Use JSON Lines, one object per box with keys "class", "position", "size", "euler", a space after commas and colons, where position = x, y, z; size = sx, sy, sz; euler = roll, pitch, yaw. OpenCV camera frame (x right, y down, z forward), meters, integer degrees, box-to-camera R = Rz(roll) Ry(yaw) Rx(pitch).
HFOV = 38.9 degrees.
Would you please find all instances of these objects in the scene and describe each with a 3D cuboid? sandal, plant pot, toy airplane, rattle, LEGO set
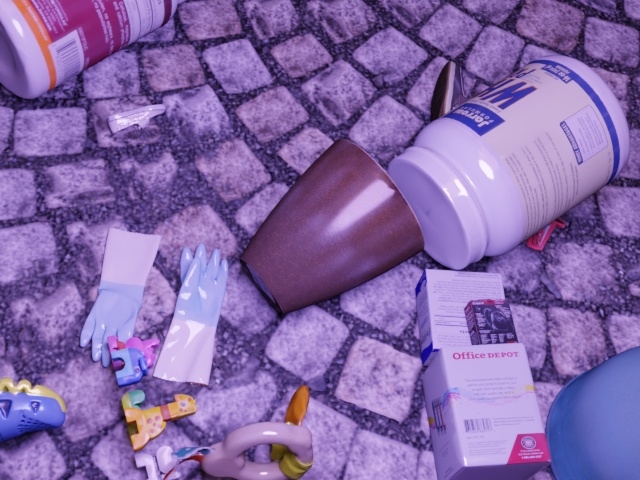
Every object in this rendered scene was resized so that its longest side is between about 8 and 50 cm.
{"class": "sandal", "position": [-0.486, 0.261, 1.164], "size": [0.317, 0.126, 0.138], "euler": [-10, 66, -7]}
{"class": "plant pot", "position": [0.489, 0.260, 1.260], "size": [0.271, 0.255, 0.271], "euler": [4, 61, -8]}
{"class": "plant pot", "position": [0.000, 0.000, 1.365], "size": [0.230, 0.215, 0.215], "euler": [-37, 73, -11]}
{"class": "toy airplane", "position": [0.357, -0.046, 1.541], "size": [0.151, 0.028, 0.151], "euler": [5, 59, -8]}
{"class": "rattle", "position": [-0.112, 0.256, 1.237], "size": [0.200, 0.130, 0.143], "euler": [-3, 62, -2]}
{"class": "LEGO set", "position": [-0.222, 0.219, 1.235], "size": [0.093, 0.087, 0.227], "euler": [-13, 70, -15]}

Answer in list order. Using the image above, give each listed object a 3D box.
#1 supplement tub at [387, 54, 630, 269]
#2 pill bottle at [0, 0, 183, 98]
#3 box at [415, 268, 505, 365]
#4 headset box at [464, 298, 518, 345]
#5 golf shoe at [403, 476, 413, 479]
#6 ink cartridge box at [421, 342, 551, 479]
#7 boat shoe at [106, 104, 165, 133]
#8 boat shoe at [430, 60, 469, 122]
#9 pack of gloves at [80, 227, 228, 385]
{"class": "supplement tub", "position": [0.292, -0.121, 1.421], "size": [0.325, 0.235, 0.235], "euler": [-32, 71, -17]}
{"class": "pill bottle", "position": [-0.381, -0.422, 1.503], "size": [0.224, 0.224, 0.392], "euler": [44, 62, 15]}
{"class": "box", "position": [0.218, 0.122, 1.394], "size": [0.126, 0.072, 0.137], "euler": [4, 59, -9]}
{"class": "headset box", "position": [0.251, 0.123, 1.338], "size": [0.062, 0.032, 0.083], "euler": [-1, 60, -13]}
{"class": "golf shoe", "position": [0.032, 0.407, 1.183], "size": [0.273, 0.105, 0.120], "euler": [-16, 72, -18]}
{"class": "ink cartridge box", "position": [0.230, 0.250, 1.290], "size": [0.128, 0.127, 0.176], "euler": [-1, 61, -10]}
{"class": "boat shoe", "position": [-0.303, -0.200, 1.506], "size": [0.100, 0.035, 0.035], "euler": [-19, 93, -24]}
{"class": "boat shoe", "position": [0.236, -0.210, 1.587], "size": [0.073, 0.080, 0.223], "euler": [12, 64, -10]}
{"class": "pack of gloves", "position": [-0.243, 0.086, 1.344], "size": [0.195, 0.046, 0.232], "euler": [10, 59, -5]}
